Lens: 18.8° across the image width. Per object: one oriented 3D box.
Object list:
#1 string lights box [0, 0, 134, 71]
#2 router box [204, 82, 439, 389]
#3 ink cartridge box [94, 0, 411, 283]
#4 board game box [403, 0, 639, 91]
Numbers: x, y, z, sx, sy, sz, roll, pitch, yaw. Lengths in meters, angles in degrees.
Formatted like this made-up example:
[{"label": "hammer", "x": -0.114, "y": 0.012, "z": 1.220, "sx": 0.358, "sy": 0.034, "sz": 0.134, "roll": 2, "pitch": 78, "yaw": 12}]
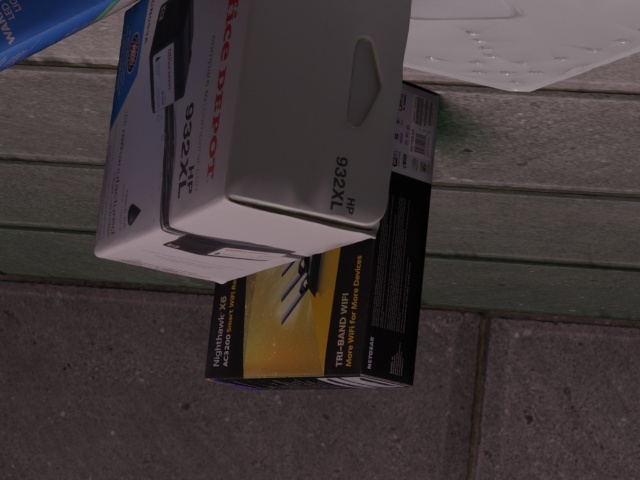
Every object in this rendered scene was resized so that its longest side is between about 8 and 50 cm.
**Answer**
[{"label": "string lights box", "x": -0.241, "y": -0.179, "z": 1.493, "sx": 0.260, "sy": 0.077, "sz": 0.133, "roll": -31, "pitch": -175, "yaw": -26}, {"label": "router box", "x": 0.000, "y": 0.000, "z": 2.029, "sx": 0.081, "sy": 0.309, "sz": 0.243, "roll": 16, "pitch": 164, "yaw": -41}, {"label": "ink cartridge box", "x": -0.061, "y": -0.101, "z": 1.514, "sx": 0.129, "sy": 0.223, "sz": 0.307, "roll": 12, "pitch": 168, "yaw": -23}, {"label": "board game box", "x": 0.099, "y": -0.217, "z": 1.551, "sx": 0.390, "sy": 0.050, "sz": 0.390, "roll": 11, "pitch": 168, "yaw": -24}]
